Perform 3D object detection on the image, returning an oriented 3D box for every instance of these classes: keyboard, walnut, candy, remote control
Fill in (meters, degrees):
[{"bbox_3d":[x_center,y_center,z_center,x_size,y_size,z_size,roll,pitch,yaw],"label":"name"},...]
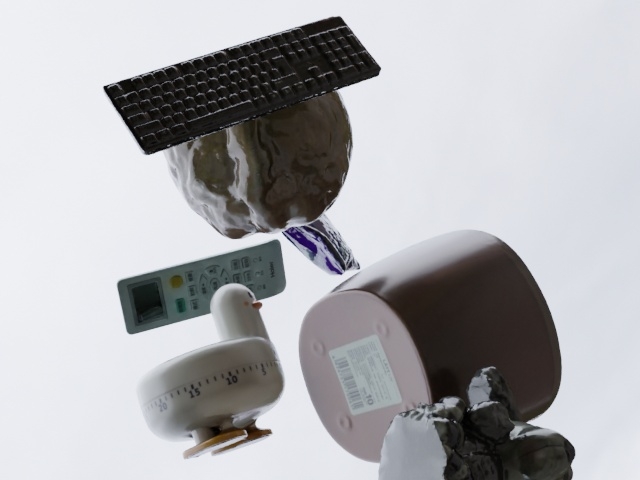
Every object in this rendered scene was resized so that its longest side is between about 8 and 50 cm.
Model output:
[{"bbox_3d":[-0.079,-0.176,1.086,0.309,0.101,0.018,-23,-24,-29],"label":"keyboard"},{"bbox_3d":[-0.081,-0.129,1.298,0.248,0.248,0.248,-31,-45,-38],"label":"walnut"},{"bbox_3d":[0.000,0.000,1.620,0.070,0.145,0.275,-45,-6,4],"label":"candy"},{"bbox_3d":[-0.200,0.074,1.710,0.293,0.051,0.103,-15,-68,-20],"label":"remote control"}]

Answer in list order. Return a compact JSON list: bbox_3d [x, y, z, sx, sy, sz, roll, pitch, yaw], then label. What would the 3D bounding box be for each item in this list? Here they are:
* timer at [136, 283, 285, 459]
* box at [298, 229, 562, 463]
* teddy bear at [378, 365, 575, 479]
[{"bbox_3d":[-0.174,0.207,1.566,0.233,0.240,0.233,-19,-14,-5],"label":"timer"},{"bbox_3d":[0.124,0.145,1.285,0.216,0.301,0.301,-16,-55,-37],"label":"box"},{"bbox_3d":[0.176,0.217,1.044,0.251,0.171,0.144,-7,-20,-36],"label":"teddy bear"}]
